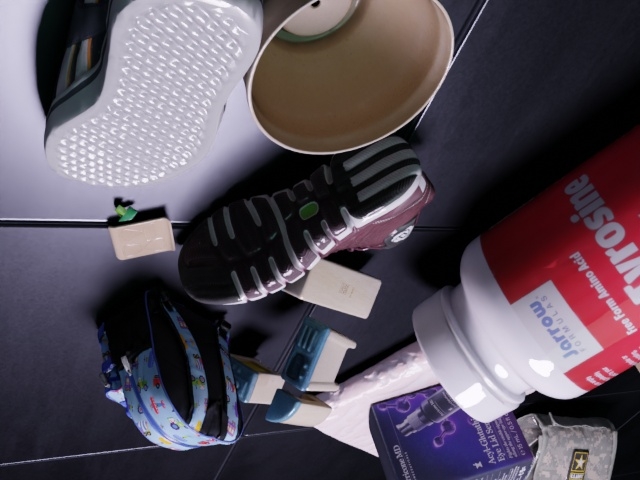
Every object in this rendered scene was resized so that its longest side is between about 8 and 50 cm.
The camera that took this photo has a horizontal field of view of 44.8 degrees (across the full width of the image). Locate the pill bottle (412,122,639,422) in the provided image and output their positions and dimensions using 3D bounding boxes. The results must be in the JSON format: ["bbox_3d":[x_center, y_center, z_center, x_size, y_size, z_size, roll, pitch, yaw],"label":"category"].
[{"bbox_3d":[0.320,0.041,0.921,0.408,0.229,0.229,-38,141,20],"label":"pill bottle"}]

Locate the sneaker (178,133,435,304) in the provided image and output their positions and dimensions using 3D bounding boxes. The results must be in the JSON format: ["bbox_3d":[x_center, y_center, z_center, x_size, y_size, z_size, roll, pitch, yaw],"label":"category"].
[{"bbox_3d":[0.000,0.000,0.822,0.281,0.106,0.162,-25,159,19],"label":"sneaker"}]

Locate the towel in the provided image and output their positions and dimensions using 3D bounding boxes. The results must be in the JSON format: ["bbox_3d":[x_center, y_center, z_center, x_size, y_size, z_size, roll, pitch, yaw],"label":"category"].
[{"bbox_3d":[0.180,0.244,1.260,0.332,0.053,0.317,-31,144,14],"label":"towel"}]

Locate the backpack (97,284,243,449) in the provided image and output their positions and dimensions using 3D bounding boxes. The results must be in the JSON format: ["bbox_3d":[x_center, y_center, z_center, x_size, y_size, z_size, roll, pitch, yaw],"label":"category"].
[{"bbox_3d":[-0.165,0.162,0.879,0.117,0.173,0.158,-33,143,15],"label":"backpack"}]

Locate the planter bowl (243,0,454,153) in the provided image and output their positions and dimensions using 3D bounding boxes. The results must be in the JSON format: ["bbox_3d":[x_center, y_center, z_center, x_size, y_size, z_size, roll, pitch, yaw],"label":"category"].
[{"bbox_3d":[0.007,-0.162,0.605,0.162,0.109,0.162,-15,145,-11],"label":"planter bowl"}]

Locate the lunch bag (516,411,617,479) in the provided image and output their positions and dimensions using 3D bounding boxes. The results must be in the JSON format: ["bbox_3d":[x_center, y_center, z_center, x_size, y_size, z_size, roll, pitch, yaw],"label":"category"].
[{"bbox_3d":[0.452,0.466,1.590,0.235,0.169,0.287,11,125,-32],"label":"lunch bag"}]

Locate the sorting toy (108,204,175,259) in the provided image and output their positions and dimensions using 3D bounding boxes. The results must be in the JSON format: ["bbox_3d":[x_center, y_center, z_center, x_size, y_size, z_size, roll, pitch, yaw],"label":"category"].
[{"bbox_3d":[-0.182,-0.011,0.785,0.062,0.012,0.083,-8,146,-10],"label":"sorting toy"}]

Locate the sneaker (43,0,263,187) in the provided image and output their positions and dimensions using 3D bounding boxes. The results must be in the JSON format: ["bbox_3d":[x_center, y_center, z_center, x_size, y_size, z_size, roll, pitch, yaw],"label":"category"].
[{"bbox_3d":[-0.124,-0.141,0.572,0.126,0.127,0.321,8,160,-27],"label":"sneaker"}]

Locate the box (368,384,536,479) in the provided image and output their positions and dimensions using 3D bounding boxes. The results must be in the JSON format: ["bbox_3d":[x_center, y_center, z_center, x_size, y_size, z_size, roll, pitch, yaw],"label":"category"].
[{"bbox_3d":[0.193,0.311,1.178,0.207,0.153,0.108,-15,144,-8],"label":"box"}]

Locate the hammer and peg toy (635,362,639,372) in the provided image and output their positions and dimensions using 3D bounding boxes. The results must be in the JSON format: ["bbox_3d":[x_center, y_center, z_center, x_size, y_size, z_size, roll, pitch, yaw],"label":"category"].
[{"bbox_3d":[0.593,0.094,1.096,0.127,0.266,0.361,10,134,-36],"label":"hammer and peg toy"}]

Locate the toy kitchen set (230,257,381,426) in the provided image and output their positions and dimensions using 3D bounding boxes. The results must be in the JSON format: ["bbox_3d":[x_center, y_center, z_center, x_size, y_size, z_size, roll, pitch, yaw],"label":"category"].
[{"bbox_3d":[-0.054,0.108,0.963,0.122,0.166,0.207,22,89,-44],"label":"toy kitchen set"}]
